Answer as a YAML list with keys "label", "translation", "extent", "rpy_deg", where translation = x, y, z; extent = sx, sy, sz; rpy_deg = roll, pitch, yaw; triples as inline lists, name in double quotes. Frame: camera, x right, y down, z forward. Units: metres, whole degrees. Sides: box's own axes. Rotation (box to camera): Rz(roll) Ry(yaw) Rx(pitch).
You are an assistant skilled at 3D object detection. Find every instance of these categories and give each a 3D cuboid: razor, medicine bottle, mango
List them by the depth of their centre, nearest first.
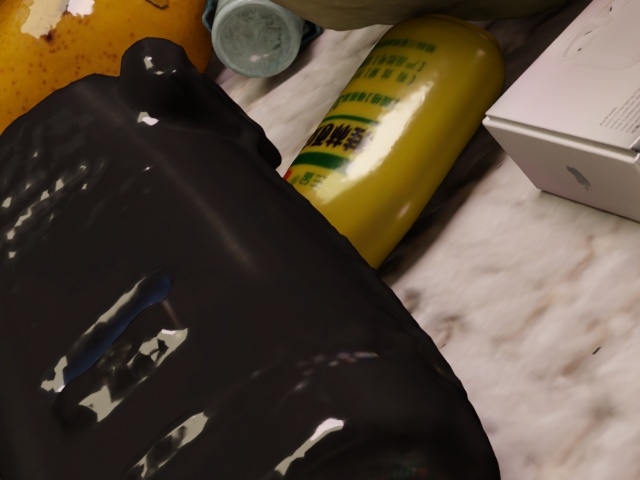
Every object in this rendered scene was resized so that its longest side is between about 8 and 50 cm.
- label: "razor"
  translation: [-0.061, 0.052, 0.665]
  extent: [0.189, 0.107, 0.327]
  rpy_deg: [-41, 41, 6]
- label: "medicine bottle"
  translation: [0.000, 0.000, 0.785]
  extent: [0.260, 0.064, 0.095]
  rpy_deg: [-56, 26, -16]
- label: "medicine bottle"
  translation: [-0.025, -0.215, 1.174]
  extent: [0.124, 0.079, 0.258]
  rpy_deg: [-32, 26, 25]
- label: "mango"
  translation: [-0.199, -0.120, 1.206]
  extent: [0.290, 0.160, 0.191]
  rpy_deg: [-41, 32, 17]

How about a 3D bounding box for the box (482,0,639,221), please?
- label: "box"
  translation: [0.153, -0.074, 0.677]
  extent: [0.130, 0.051, 0.129]
  rpy_deg: [-46, 22, -7]

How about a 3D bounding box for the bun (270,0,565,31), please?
- label: "bun"
  translation: [0.097, -0.242, 0.866]
  extent: [0.364, 0.202, 0.364]
  rpy_deg: [-28, 28, 17]
